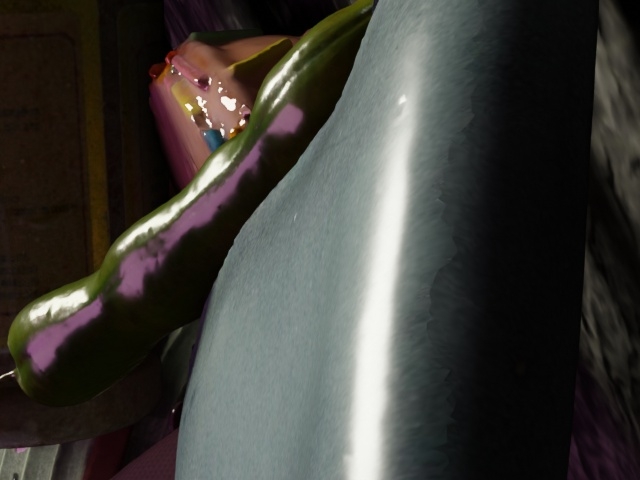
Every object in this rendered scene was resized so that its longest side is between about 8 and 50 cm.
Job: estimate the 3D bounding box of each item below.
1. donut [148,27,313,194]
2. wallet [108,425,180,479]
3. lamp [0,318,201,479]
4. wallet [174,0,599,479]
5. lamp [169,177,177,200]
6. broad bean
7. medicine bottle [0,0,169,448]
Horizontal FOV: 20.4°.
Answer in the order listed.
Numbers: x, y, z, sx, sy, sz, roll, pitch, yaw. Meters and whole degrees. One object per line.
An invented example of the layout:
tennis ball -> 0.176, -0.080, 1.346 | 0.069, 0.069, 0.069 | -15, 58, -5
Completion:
donut -> 0.000, 0.000, 0.749 | 0.233, 0.085, 0.199 | 52, 163, 52
wallet -> -0.020, 0.179, 0.770 | 0.068, 0.275, 0.335 | 56, -177, -37
lamp -> -0.098, 0.126, 1.018 | 0.233, 0.233, 0.265 | 89, -165, -65
wallet -> -0.005, 0.080, 0.490 | 0.290, 0.054, 0.251 | 122, 162, -50
lamp -> -0.159, -0.053, 1.191 | 0.180, 0.180, 0.258 | 105, 140, -73
broad bean -> -0.040, -0.008, 0.626 | 0.052, 0.256, 0.052 | 27, -141, -26
medicine bottle -> -0.148, -0.075, 0.832 | 0.151, 0.151, 0.322 | -150, 58, -71
